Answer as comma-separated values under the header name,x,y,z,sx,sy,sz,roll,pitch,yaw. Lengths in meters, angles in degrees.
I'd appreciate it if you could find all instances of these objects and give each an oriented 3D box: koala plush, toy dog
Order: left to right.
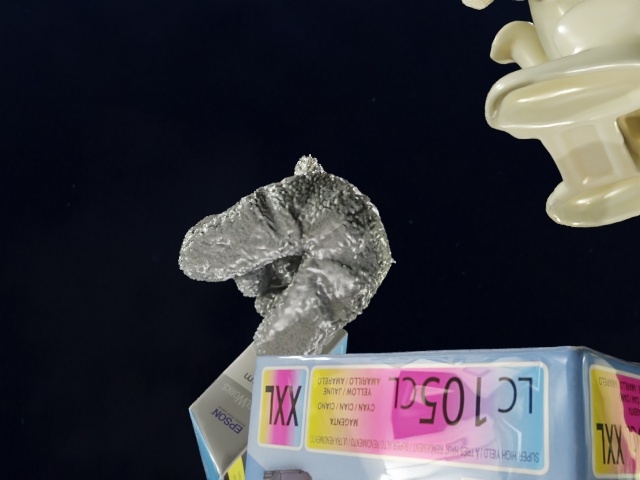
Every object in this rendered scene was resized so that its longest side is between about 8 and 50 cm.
name,x,y,z,sx,sy,sz,roll,pitch,yaw
koala plush,0.000,0.000,0.797,0.196,0.203,0.221,51,-157,-1
toy dog,0.345,-0.285,0.771,0.284,0.395,0.408,30,-130,-40

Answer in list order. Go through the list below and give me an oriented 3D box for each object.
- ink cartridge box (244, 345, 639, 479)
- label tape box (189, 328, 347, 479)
name,x,y,z,sx,sy,sz,roll,pitch,yaw
ink cartridge box,0.075,0.274,0.450,0.151,0.270,0.396,15,-109,-43
label tape box,-0.106,0.290,1.065,0.115,0.249,0.347,33,-124,23
